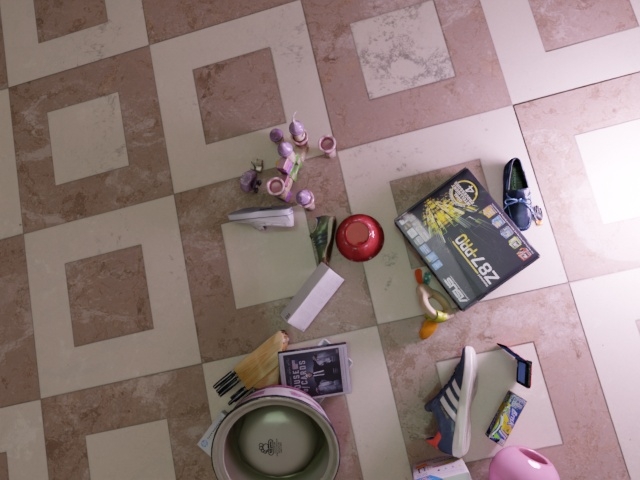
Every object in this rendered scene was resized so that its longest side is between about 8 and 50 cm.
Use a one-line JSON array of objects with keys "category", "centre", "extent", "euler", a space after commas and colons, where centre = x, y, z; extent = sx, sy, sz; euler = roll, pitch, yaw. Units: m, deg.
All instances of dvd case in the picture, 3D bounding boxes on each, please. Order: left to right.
[{"category": "dvd case", "centre": [-0.019, 0.454, 1.620], "extent": [0.238, 0.029, 0.180], "euler": [-7, 96, -7]}]

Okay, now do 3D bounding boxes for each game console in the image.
[{"category": "game console", "centre": [0.623, 0.403, 1.524], "extent": [0.085, 0.144, 0.124], "euler": [5, 83, 10]}]

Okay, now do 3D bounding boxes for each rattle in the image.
[{"category": "rattle", "centre": [0.363, 0.218, 1.651], "extent": [0.130, 0.143, 0.200], "euler": [-20, 60, -27]}]

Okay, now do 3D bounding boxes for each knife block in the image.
[{"category": "knife block", "centre": [-0.250, 0.447, 1.677], "extent": [0.241, 0.088, 0.276], "euler": [5, 83, 8]}]

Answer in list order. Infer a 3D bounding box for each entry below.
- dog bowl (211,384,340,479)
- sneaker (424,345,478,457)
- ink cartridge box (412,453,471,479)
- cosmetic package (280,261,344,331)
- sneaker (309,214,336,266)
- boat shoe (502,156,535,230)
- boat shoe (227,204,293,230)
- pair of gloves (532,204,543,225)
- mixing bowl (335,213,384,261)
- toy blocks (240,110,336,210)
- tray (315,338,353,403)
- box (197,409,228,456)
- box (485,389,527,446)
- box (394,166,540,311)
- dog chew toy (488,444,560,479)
[{"category": "dog bowl", "centre": [-0.141, 0.664, 1.546], "extent": [0.407, 0.150, 0.408], "euler": [0, 100, -1]}, {"category": "sneaker", "centre": [0.426, 0.516, 1.553], "extent": [0.148, 0.131, 0.350], "euler": [4, 70, 32]}, {"category": "ink cartridge box", "centre": [0.390, 0.785, 1.456], "extent": [0.171, 0.233, 0.168], "euler": [-18, 77, 6]}, {"category": "cosmetic package", "centre": [-0.029, 0.200, 1.673], "extent": [0.239, 0.099, 0.060], "euler": [-51, 40, -2]}, {"category": "sneaker", "centre": [0.000, 0.000, 1.726], "extent": [0.086, 0.064, 0.192], "euler": [9, 83, 18]}, {"category": "boat shoe", "centre": [0.671, -0.161, 1.626], "extent": [0.108, 0.089, 0.259], "euler": [-12, 76, 11]}, {"category": "boat shoe", "centre": [-0.223, -0.076, 1.753], "extent": [0.258, 0.095, 0.084], "euler": [-2, 109, 20]}, {"category": "pair of gloves", "centre": [0.737, -0.085, 1.650], "extent": [0.083, 0.010, 0.074], "euler": [-8, 80, 7]}, {"category": "mixing bowl", "centre": [0.137, -0.017, 1.686], "extent": [0.181, 0.098, 0.182], "euler": [-1, 80, 9]}, {"category": "toy blocks", "centre": [-0.131, -0.287, 1.684], "extent": [0.308, 0.260, 0.289], "euler": [20, 85, 11]}, {"category": "tray", "centre": [-0.023, 0.486, 1.653], "extent": [0.145, 0.030, 0.270], "euler": [40, 89, -6]}, {"category": "box", "centre": [-0.322, 0.723, 1.673], "extent": [0.186, 0.038, 0.145], "euler": [37, 88, 13]}, {"category": "box", "centre": [0.608, 0.582, 1.542], "extent": [0.054, 0.059, 0.169], "euler": [30, 87, 13]}, {"category": "box", "centre": [0.496, -0.005, 1.631], "extent": [0.318, 0.097, 0.395], "euler": [-36, 78, 5]}, {"category": "dog chew toy", "centre": [0.597, 0.813, 1.446], "extent": [0.206, 0.206, 0.332], "euler": [19, 93, 11]}]
